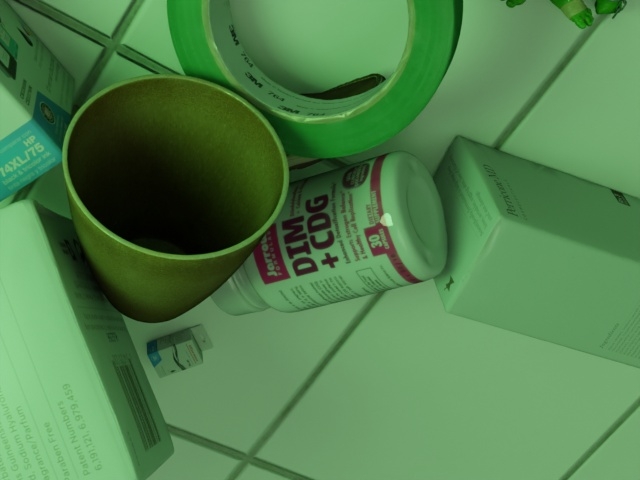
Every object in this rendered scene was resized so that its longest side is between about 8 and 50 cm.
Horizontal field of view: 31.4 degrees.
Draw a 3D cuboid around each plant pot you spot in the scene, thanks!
[{"bbox_3d":[-0.180,-0.017,1.287,0.237,0.237,0.254,6,147,-14],"label":"plant pot"}]

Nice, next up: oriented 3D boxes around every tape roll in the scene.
[{"bbox_3d":[-0.006,-0.253,1.253,0.321,0.077,0.321,6,113,13],"label":"tape roll"}]

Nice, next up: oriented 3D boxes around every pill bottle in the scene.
[{"bbox_3d":[0.000,0.000,1.409,0.283,0.160,0.160,-16,127,26],"label":"pill bottle"}]

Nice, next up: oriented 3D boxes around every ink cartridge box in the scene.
[{"bbox_3d":[-0.196,0.155,1.596,0.083,0.028,0.048,-20,125,3],"label":"ink cartridge box"},{"bbox_3d":[-0.430,-0.180,1.228,0.197,0.198,0.270,-31,124,11],"label":"ink cartridge box"}]

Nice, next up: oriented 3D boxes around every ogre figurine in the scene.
[{"bbox_3d":[0.284,-0.323,1.327,0.197,0.097,0.118,21,137,-5],"label":"ogre figurine"}]

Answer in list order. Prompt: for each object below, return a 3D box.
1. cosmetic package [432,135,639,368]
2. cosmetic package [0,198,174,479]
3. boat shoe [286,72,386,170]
[{"bbox_3d":[0.330,0.025,1.492,0.385,0.217,0.156,17,118,-22],"label":"cosmetic package"},{"bbox_3d":[-0.420,0.185,1.300,0.393,0.329,0.327,-22,87,-3],"label":"cosmetic package"},{"bbox_3d":[-0.036,-0.142,1.389,0.257,0.095,0.095,-30,117,11],"label":"boat shoe"}]
